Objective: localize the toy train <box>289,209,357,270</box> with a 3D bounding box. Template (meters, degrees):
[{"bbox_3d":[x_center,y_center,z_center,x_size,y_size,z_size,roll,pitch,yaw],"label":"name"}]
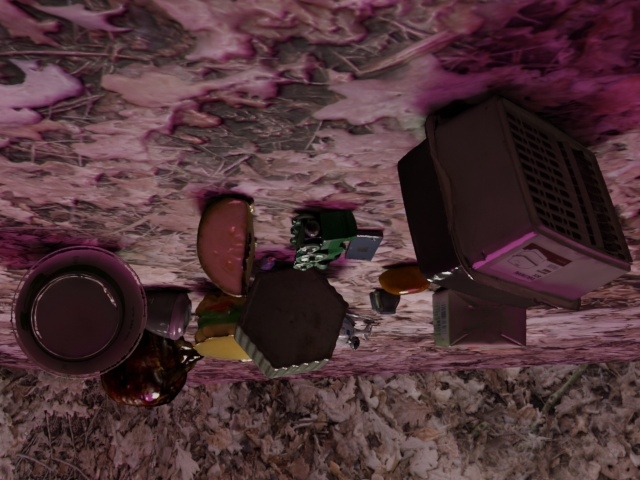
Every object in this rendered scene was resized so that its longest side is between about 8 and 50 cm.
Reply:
[{"bbox_3d":[0.000,0.000,1.355,0.104,0.071,0.178,-9,164,-8],"label":"toy train"}]

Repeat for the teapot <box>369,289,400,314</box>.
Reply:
[{"bbox_3d":[0.153,0.149,1.892,0.088,0.057,0.066,13,159,-40],"label":"teapot"}]

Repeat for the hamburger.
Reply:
[{"bbox_3d":[-0.201,0.198,1.911,0.236,0.149,0.237,-2,156,-1],"label":"hamburger"}]

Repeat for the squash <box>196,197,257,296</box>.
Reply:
[{"bbox_3d":[-0.157,-0.023,1.359,0.093,0.170,0.252,4,-162,-2],"label":"squash"}]

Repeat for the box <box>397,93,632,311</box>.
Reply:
[{"bbox_3d":[0.237,-0.033,0.963,0.166,0.221,0.290,-28,149,36],"label":"box"}]

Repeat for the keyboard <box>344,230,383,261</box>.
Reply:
[{"bbox_3d":[0.080,0.012,1.486,0.055,0.014,0.176,2,164,-3],"label":"keyboard"}]

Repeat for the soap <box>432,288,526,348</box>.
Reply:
[{"bbox_3d":[0.365,0.181,1.822,0.181,0.139,0.199,0,173,-2],"label":"soap"}]

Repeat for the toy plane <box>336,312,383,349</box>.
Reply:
[{"bbox_3d":[0.069,0.252,2.179,0.181,0.107,0.273,2,169,11],"label":"toy plane"}]

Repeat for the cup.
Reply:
[{"bbox_3d":[-0.493,0.149,1.609,0.253,0.253,0.274,5,172,-18],"label":"cup"}]

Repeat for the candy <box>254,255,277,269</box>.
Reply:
[{"bbox_3d":[-0.112,0.046,1.598,0.030,0.020,0.083,4,163,-17],"label":"candy"}]

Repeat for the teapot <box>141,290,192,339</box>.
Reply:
[{"bbox_3d":[-0.388,0.163,1.910,0.145,0.148,0.116,11,128,2],"label":"teapot"}]

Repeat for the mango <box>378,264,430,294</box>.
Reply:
[{"bbox_3d":[0.178,0.084,1.659,0.114,0.061,0.080,-8,176,22],"label":"mango"}]

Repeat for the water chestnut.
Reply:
[{"bbox_3d":[-0.467,0.330,2.169,0.244,0.289,0.289,32,160,-4],"label":"water chestnut"}]

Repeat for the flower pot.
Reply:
[{"bbox_3d":[-0.066,0.175,1.681,0.239,0.209,0.190,-8,166,-9],"label":"flower pot"}]
